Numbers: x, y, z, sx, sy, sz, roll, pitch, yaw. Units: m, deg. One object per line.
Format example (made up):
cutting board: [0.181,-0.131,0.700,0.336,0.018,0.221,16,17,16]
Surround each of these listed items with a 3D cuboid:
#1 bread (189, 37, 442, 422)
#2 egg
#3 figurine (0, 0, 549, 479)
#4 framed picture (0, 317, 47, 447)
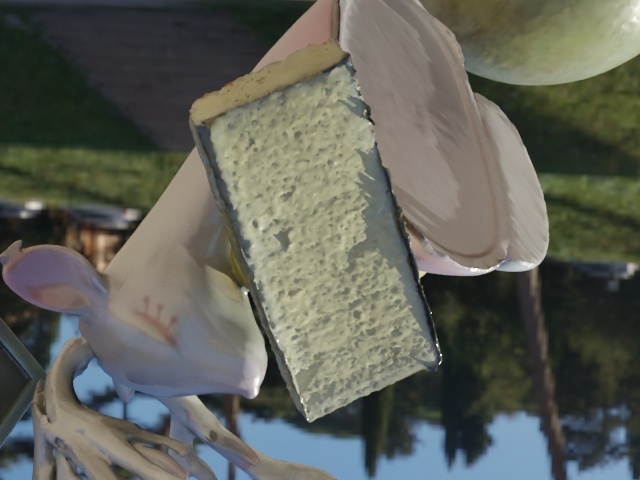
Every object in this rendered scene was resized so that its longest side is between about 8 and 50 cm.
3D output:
bread: [0.000,0.000,0.587,0.068,0.153,0.028,-25,-152,-10]
egg: [0.143,-0.236,0.886,0.219,0.295,0.218,16,160,6]
figurine: [-0.032,0.063,0.735,0.316,0.284,0.206,-40,161,34]
framed picture: [-0.230,0.066,0.759,0.011,0.183,0.142,1,-133,37]
